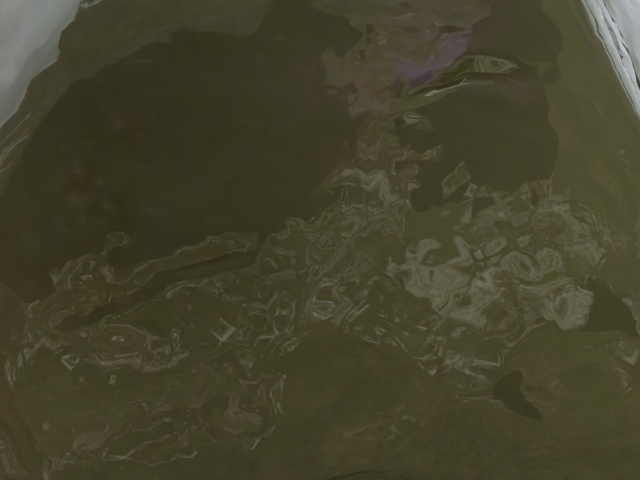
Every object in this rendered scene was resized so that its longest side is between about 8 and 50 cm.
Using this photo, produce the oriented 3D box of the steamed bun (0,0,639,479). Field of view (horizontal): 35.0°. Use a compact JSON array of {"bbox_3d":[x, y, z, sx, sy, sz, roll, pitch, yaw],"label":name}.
[{"bbox_3d":[0.000,0.000,0.500,0.371,0.290,0.456,-23,-97,14],"label":"steamed bun"}]
